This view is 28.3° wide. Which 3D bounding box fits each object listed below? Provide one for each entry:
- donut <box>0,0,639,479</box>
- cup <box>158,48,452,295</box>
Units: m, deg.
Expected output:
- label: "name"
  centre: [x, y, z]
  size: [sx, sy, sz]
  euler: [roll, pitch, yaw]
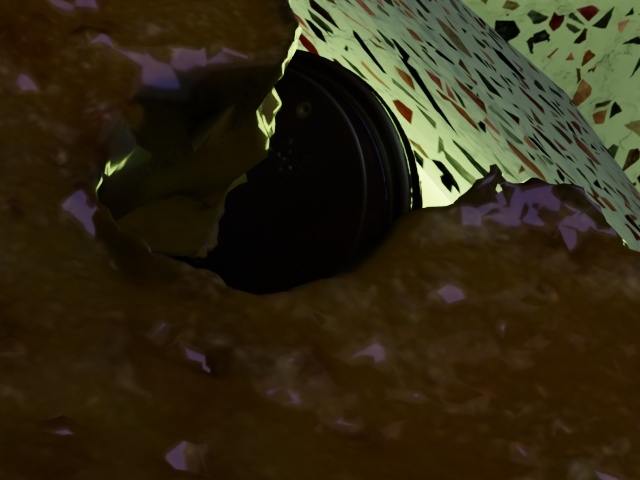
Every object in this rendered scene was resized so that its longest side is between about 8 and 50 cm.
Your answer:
- label: "donut"
  centre: [-0.064, 0.029, 0.483]
  size: [0.435, 0.163, 0.378]
  euler: [41, 42, 25]
- label: "cup"
  centre: [0.000, 0.000, 0.803]
  size: [0.196, 0.196, 0.280]
  euler: [55, 13, 23]
